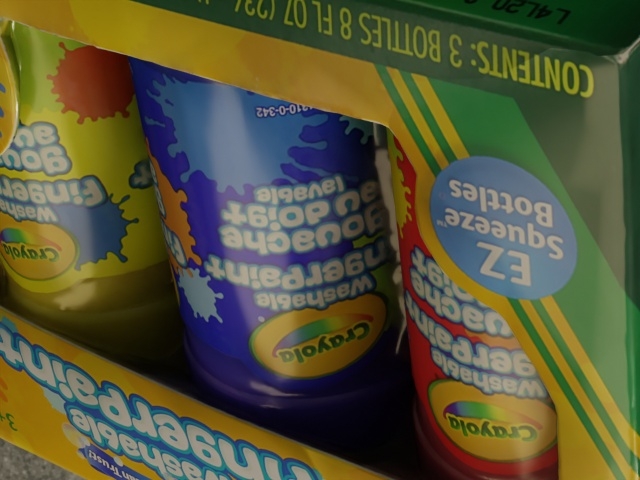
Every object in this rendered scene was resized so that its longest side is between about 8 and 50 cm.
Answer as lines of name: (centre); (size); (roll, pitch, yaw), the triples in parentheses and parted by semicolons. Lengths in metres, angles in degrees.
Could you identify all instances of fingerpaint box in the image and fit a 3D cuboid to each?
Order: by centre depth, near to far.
fingerpaint box: (-0.005, -0.010, 0.833); (0.444, 0.163, 0.371); (19, 133, 33)
